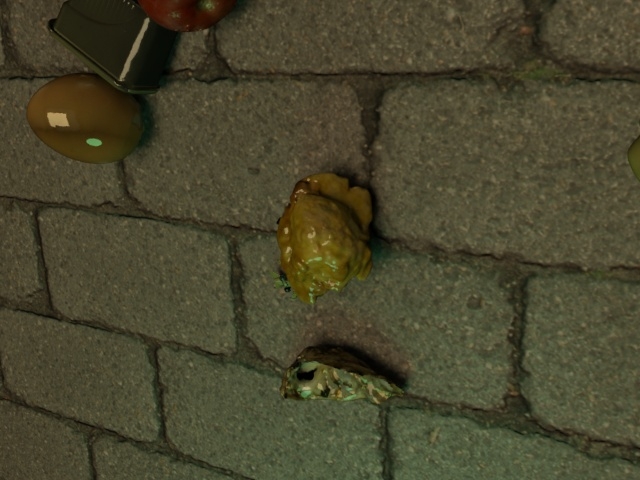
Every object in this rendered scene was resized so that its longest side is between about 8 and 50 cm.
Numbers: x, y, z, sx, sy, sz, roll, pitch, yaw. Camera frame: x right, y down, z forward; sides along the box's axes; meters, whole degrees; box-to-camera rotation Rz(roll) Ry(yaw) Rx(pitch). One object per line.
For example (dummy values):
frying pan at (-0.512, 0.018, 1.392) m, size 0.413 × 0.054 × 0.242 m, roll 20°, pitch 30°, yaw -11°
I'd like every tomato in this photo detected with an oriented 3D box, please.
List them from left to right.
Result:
tomato at (-0.255, -0.505, 1.489) m, size 0.208 × 0.208 × 0.184 m, roll -47°, pitch 64°, yaw 36°

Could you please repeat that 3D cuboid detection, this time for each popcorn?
popcorn at (0.003, -0.003, 1.518) m, size 0.191 × 0.190 × 0.253 m, roll -6°, pitch 100°, yaw 28°

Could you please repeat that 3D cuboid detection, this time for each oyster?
oyster at (0.044, 0.294, 1.676) m, size 0.295 × 0.094 × 0.166 m, roll 7°, pitch 130°, yaw 21°

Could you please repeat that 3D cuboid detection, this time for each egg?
egg at (-0.520, -0.271, 1.739) m, size 0.201 × 0.245 × 0.201 m, roll -4°, pitch 85°, yaw 60°

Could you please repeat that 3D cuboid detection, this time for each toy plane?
toy plane at (-0.059, 0.085, 1.682) m, size 0.111 × 0.040 × 0.102 m, roll 2°, pitch 127°, yaw 35°

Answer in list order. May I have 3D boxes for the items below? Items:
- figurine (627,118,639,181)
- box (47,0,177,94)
figurine at (0.570, -0.148, 1.113) m, size 0.262 × 0.154 × 0.179 m, roll -16°, pitch 87°, yaw 40°
box at (-0.433, -0.455, 1.678) m, size 0.274 × 0.138 × 0.178 m, roll 39°, pitch 115°, yaw 15°
